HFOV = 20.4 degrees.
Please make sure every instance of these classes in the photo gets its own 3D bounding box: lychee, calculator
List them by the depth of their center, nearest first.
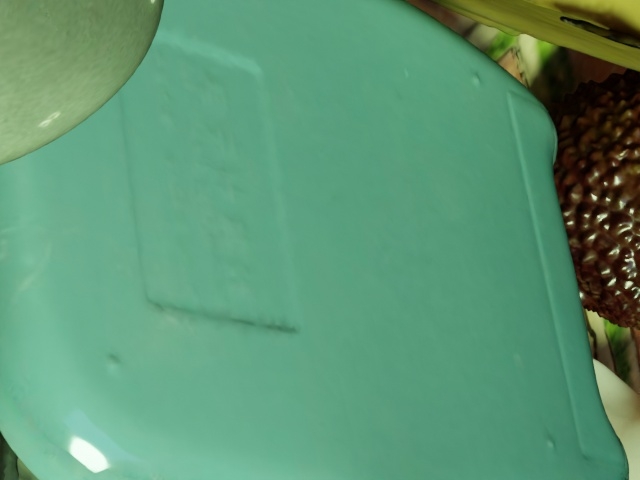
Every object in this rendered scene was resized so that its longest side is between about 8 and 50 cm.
[{"bbox_3d":[0.000,0.000,0.676,0.386,0.054,0.256,14,60,-48],"label":"calculator"},{"bbox_3d":[0.152,-0.023,0.884,0.123,0.123,0.129,7,109,-49],"label":"lychee"}]

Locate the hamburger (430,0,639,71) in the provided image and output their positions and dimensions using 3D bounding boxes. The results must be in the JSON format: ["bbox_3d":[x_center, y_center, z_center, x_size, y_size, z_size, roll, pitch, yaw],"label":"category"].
[{"bbox_3d":[0.134,-0.145,0.730,0.237,0.237,0.149,13,97,-50],"label":"hamburger"}]

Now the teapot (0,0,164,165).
[{"bbox_3d":[-0.157,-0.024,0.458,0.183,0.183,0.251,14,105,-50],"label":"teapot"}]

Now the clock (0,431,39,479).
[{"bbox_3d":[-0.026,0.133,0.665,0.325,0.067,0.325,35,44,-42],"label":"clock"}]

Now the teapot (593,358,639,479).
[{"bbox_3d":[0.199,0.158,1.010,0.226,0.145,0.092,40,48,-30],"label":"teapot"}]
